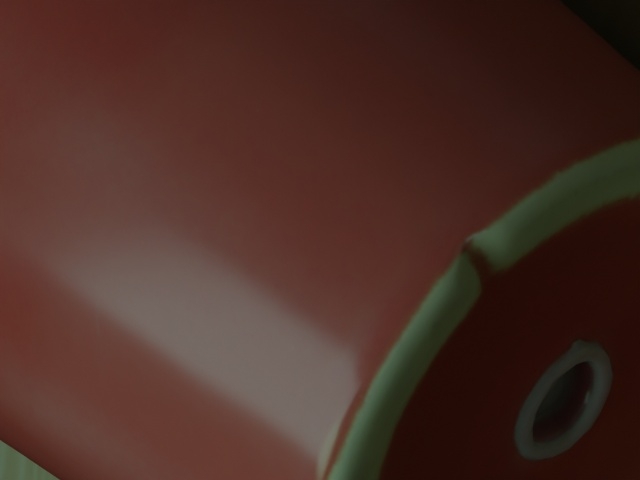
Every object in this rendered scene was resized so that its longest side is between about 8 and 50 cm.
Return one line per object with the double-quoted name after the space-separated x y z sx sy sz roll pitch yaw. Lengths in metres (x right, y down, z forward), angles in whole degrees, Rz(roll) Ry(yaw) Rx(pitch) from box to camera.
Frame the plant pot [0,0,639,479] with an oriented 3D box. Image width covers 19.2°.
0.000 0.000 0.652 0.243 0.275 0.275 35 135 39 "plant pot"
